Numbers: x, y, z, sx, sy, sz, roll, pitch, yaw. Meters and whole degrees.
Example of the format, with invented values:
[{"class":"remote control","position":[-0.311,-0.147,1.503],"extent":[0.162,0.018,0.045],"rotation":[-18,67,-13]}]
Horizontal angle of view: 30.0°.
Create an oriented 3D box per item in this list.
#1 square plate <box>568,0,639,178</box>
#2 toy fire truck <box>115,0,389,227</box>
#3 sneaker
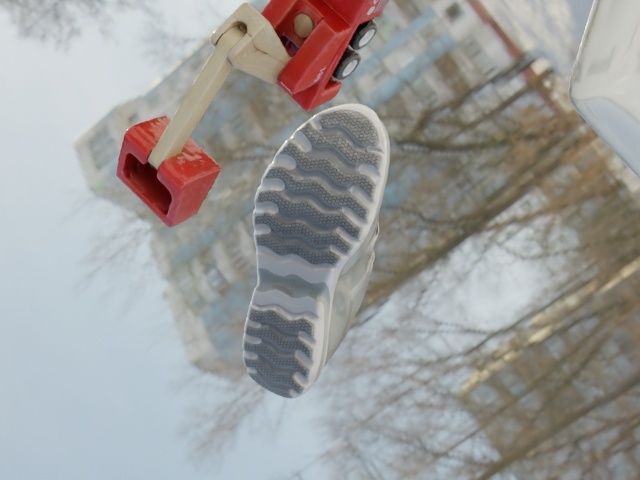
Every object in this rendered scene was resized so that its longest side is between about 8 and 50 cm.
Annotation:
[{"class":"square plate","position":[0.326,-0.169,0.891],"extent":[0.344,0.049,0.347],"rotation":[35,-111,-41]},{"class":"toy fire truck","position":[-0.026,-0.104,0.636],"extent":[0.047,0.192,0.135],"rotation":[44,-137,14]},{"class":"sneaker","position":[0.000,0.000,1.073],"extent":[0.105,0.281,0.115],"rotation":[27,-150,16]}]
